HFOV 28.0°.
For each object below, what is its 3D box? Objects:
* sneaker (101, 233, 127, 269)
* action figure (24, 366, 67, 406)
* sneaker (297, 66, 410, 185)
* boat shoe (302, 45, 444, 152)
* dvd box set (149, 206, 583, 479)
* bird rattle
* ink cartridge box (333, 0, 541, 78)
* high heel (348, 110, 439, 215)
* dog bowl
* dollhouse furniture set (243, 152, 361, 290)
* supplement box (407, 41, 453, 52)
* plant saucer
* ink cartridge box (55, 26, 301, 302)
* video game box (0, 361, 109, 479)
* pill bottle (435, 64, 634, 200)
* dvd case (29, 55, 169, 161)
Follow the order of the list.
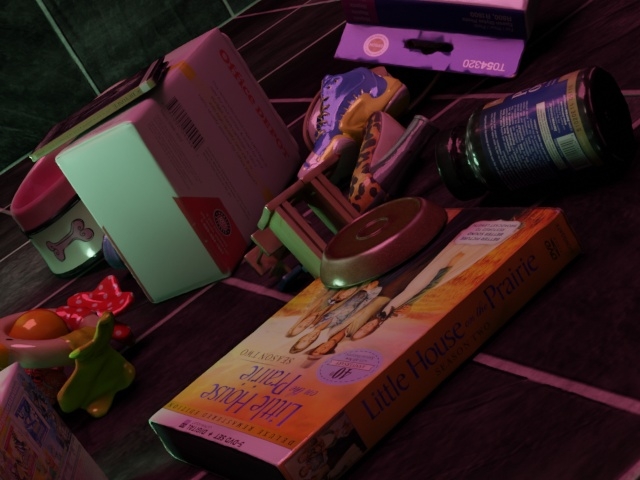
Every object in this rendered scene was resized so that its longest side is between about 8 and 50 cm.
[{"bbox_3d":[-0.245,-0.039,2.180,0.125,0.104,0.262,6,47,44],"label":"sneaker"},{"bbox_3d":[-0.465,0.193,1.835,0.139,0.092,0.280,12,-11,-39],"label":"action figure"},{"bbox_3d":[0.025,-0.181,2.009,0.240,0.126,0.091,-43,-22,-21],"label":"sneaker"},{"bbox_3d":[0.092,-0.242,2.123,0.302,0.113,0.103,-43,16,-33],"label":"boat shoe"},{"bbox_3d":[0.042,0.105,1.392,0.420,0.062,0.307,-39,20,-23],"label":"dvd box set"},{"bbox_3d":[-0.349,0.120,1.738,0.206,0.143,0.253,-1,24,-13],"label":"bird rattle"},{"bbox_3d":[0.206,-0.434,2.095,0.324,0.071,0.330,10,67,24],"label":"ink cartridge box"},{"bbox_3d":[0.067,-0.092,1.854,0.186,0.093,0.261,-54,11,-7],"label":"high heel"},{"bbox_3d":[-0.414,-0.133,2.402,0.408,0.150,0.408,-40,21,19],"label":"dog bowl"},{"bbox_3d":[0.000,0.000,1.689,0.129,0.129,0.184,-38,-10,-23],"label":"dollhouse furniture set"},{"bbox_3d":[0.211,-0.434,2.299,0.129,0.194,0.191,-22,21,23],"label":"supplement box"},{"bbox_3d":[0.067,-0.004,1.501,0.168,0.029,0.168,-28,19,10],"label":"plant saucer"},{"bbox_3d":[-0.208,-0.127,2.031,0.160,0.279,0.385,-23,20,28],"label":"ink cartridge box"},{"bbox_3d":[-0.299,0.250,1.349,0.048,0.187,0.205,-28,18,7],"label":"video game box"},{"bbox_3d":[0.254,-0.121,1.549,0.219,0.123,0.123,-17,23,34],"label":"pill bottle"},{"bbox_3d":[-0.332,-0.201,1.947,0.221,0.018,0.164,-31,16,10],"label":"dvd case"}]
